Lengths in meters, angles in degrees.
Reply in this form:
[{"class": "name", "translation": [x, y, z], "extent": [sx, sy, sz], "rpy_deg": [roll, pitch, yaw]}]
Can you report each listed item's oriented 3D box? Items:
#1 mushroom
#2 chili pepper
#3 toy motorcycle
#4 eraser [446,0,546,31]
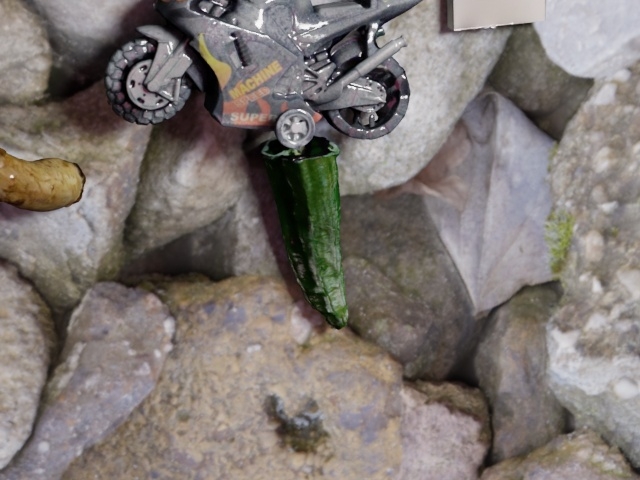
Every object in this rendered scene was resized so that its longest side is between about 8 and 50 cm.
[{"class": "mushroom", "translation": [-0.325, -0.120, 1.200], "extent": [0.301, 0.233, 0.208], "rpy_deg": [17, 115, -18]}, {"class": "chili pepper", "translation": [0.000, 0.000, 1.421], "extent": [0.059, 0.088, 0.227], "rpy_deg": [-36, 126, -36]}, {"class": "toy motorcycle", "translation": [-0.051, -0.184, 1.316], "extent": [0.307, 0.108, 0.173], "rpy_deg": [2, 105, -17]}, {"class": "eraser", "translation": [0.177, -0.289, 1.375], "extent": [0.103, 0.023, 0.150], "rpy_deg": [-8, 113, -11]}]
